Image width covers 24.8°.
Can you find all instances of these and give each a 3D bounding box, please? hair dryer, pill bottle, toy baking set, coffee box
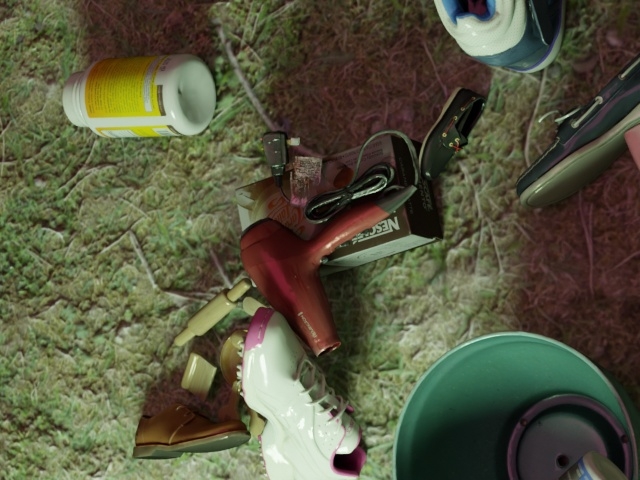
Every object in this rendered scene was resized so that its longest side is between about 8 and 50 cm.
[{"bbox_3d":[0.000,0.000,1.835,0.224,0.080,0.293,6,92,29],"label":"hair dryer"},{"bbox_3d":[-0.267,-0.209,2.119,0.215,0.117,0.117,1,83,31],"label":"pill bottle"},{"bbox_3d":[-0.093,0.153,1.987,0.256,0.030,0.196,-45,75,32],"label":"toy baking set"},{"bbox_3d":[0.023,-0.034,1.929,0.247,0.098,0.141,-17,77,28],"label":"coffee box"},{"bbox_3d":[0.260,0.292,1.523,0.137,0.078,0.078,-47,63,17],"label":"pill bottle"}]

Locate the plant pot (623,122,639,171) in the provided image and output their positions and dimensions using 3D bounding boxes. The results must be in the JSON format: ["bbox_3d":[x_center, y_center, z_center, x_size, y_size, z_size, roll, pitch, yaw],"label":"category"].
[{"bbox_3d":[0.466,-0.081,1.630,0.201,0.201,0.180,-25,87,26],"label":"plant pot"}]

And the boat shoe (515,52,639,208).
[{"bbox_3d":[0.331,-0.139,1.763,0.254,0.095,0.079,-42,66,18],"label":"boat shoe"}]

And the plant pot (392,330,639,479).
[{"bbox_3d":[0.257,0.256,1.691,0.293,0.196,0.293,-4,81,30],"label":"plant pot"}]

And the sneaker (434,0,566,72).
[{"bbox_3d":[0.218,-0.374,1.781,0.130,0.236,0.322,-3,82,31],"label":"sneaker"}]

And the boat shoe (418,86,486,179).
[{"bbox_3d":[0.168,-0.135,1.879,0.042,0.049,0.133,25,82,33],"label":"boat shoe"}]

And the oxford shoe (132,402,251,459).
[{"bbox_3d":[-0.183,0.259,2.018,0.212,0.076,0.076,-11,72,38],"label":"oxford shoe"}]

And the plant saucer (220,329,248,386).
[{"bbox_3d":[-0.101,0.166,2.025,0.083,0.015,0.083,-5,81,31],"label":"plant saucer"}]

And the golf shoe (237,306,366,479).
[{"bbox_3d":[-0.018,0.200,1.846,0.140,0.306,0.115,6,47,19],"label":"golf shoe"}]
